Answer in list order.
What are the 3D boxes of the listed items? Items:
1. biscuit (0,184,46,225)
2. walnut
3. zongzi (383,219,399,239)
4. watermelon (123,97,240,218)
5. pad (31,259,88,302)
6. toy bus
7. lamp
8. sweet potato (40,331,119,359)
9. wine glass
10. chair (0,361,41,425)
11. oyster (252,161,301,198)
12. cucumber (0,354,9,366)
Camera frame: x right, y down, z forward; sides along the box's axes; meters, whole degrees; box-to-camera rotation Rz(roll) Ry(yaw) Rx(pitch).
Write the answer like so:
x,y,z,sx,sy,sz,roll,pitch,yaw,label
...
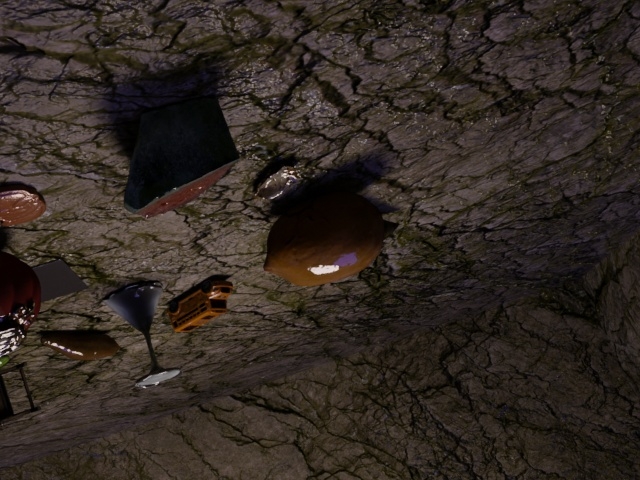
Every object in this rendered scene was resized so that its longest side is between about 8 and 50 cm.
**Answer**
x,y,z,sx,sy,sz,roll,pitch,yaw,label
-0.522,-0.058,1.295,0.102,0.019,0.130,-21,161,0,biscuit
0.000,0.000,1.719,0.297,0.203,0.203,-24,161,7,walnut
0.054,0.011,1.958,0.247,0.111,0.241,-25,168,30,zongzi
-0.248,-0.115,1.285,0.193,0.140,0.257,-20,172,-14,watermelon
-0.602,0.095,1.667,0.143,0.003,0.211,-17,161,-8,pad
-0.316,0.175,2.048,0.194,0.088,0.083,-30,158,29,toy bus
-0.626,0.112,1.389,0.226,0.227,0.227,-18,161,-6,lamp
-0.650,0.282,2.041,0.077,0.077,0.243,-31,155,29,sweet potato
-0.427,0.235,1.878,0.156,0.232,0.156,-18,162,-6,wine glass
-0.898,0.437,2.057,0.260,0.155,0.141,-21,176,34,chair
-0.101,-0.118,1.543,0.132,0.029,0.086,-24,155,22,oyster
-0.918,0.335,1.938,0.250,0.056,0.056,-20,162,-9,cucumber
